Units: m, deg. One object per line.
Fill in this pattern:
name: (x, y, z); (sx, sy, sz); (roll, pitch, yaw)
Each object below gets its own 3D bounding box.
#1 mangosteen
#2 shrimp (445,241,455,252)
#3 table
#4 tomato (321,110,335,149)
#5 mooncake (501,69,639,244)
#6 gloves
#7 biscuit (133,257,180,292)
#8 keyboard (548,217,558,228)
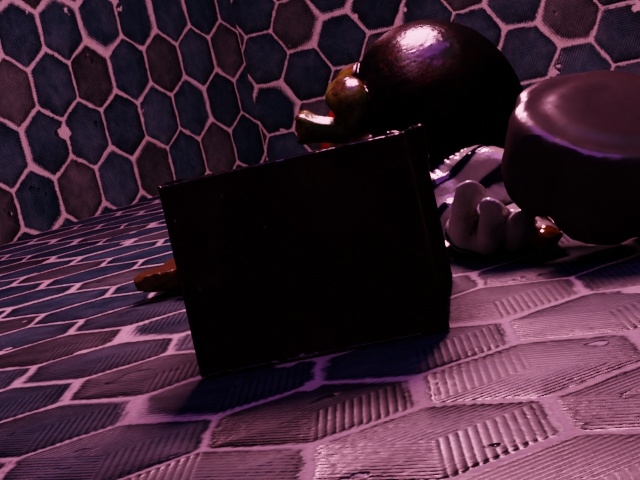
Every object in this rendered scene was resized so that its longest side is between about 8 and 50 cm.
mangosteen: (0.156, -0.171, 2.030); (0.297, 0.297, 0.313); (-5, 24, 47)
shrimp: (0.145, -0.016, 1.852); (0.169, 0.058, 0.296); (-20, 13, -31)
table: (0.000, 0.000, 1.440); (0.251, 0.196, 0.282); (-13, 5, 8)
tomato: (0.135, -0.193, 2.561); (0.299, 0.226, 0.298); (-11, 4, 1)
mooncake: (0.323, -0.096, 1.528); (0.245, 0.133, 0.245); (4, 35, -3)
gloves: (0.214, -0.033, 1.655); (0.140, 0.131, 0.218); (-12, 36, -23)
biscuit: (-0.126, 0.032, 1.989); (0.290, 0.041, 0.208); (-16, 7, -16)
keyboard: (0.363, -0.037, 1.758); (0.166, 0.017, 0.055); (-13, 12, 2)
